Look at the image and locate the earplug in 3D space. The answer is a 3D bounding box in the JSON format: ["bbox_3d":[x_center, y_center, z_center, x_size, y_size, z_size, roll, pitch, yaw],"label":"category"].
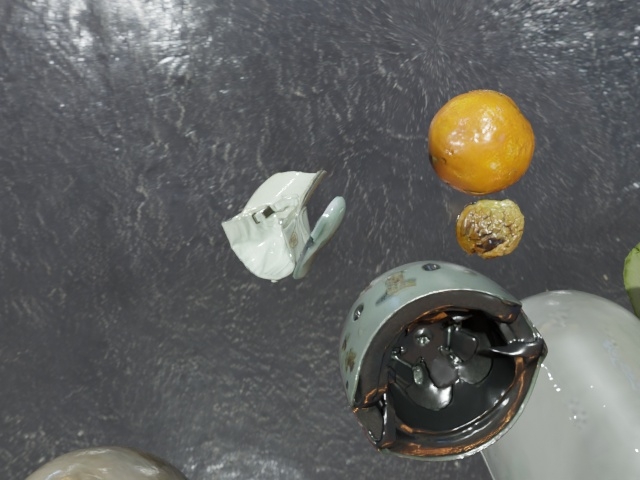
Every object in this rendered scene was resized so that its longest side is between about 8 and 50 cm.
[{"bbox_3d":[0.376,0.260,1.008,0.313,0.394,0.312,-14,142,-12],"label":"earplug"}]

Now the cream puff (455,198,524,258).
[{"bbox_3d":[0.326,-0.022,1.398,0.133,0.104,0.119,-20,98,21],"label":"cream puff"}]

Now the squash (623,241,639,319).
[{"bbox_3d":[0.522,0.081,1.059,0.133,0.220,0.220,-36,97,12],"label":"squash"}]

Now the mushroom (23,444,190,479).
[{"bbox_3d":[-0.163,0.252,0.500,0.178,0.226,0.226,5,106,22],"label":"mushroom"}]

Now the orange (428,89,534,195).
[{"bbox_3d":[0.368,-0.223,1.683,0.246,0.246,0.246,2,105,8],"label":"orange"}]

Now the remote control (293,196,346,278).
[{"bbox_3d":[-0.002,-0.001,1.617,0.045,0.097,0.256,37,136,7],"label":"remote control"}]

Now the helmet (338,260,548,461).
[{"bbox_3d":[0.084,0.085,0.577,0.153,0.107,0.177,-32,132,-1],"label":"helmet"}]

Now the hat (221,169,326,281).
[{"bbox_3d":[-0.080,-0.052,1.853,0.258,0.301,0.168,8,145,47],"label":"hat"}]
